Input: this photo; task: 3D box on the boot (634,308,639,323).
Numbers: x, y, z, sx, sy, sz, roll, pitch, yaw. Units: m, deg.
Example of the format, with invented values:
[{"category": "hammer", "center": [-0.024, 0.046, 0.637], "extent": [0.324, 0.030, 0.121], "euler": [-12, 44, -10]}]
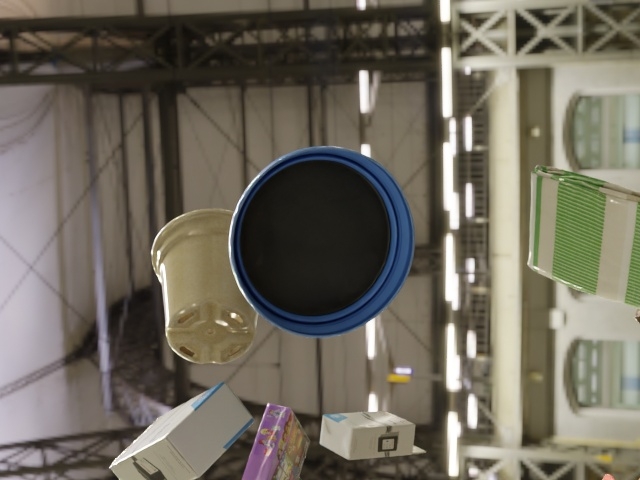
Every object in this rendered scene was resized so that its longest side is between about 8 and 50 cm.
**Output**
[{"category": "boot", "center": [0.664, 0.130, 2.130], "extent": [0.114, 0.106, 0.037], "euler": [-62, -31, -35]}]

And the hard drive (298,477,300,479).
[{"category": "hard drive", "center": [-0.064, 0.696, 2.372], "extent": [0.339, 0.064, 0.237], "euler": [-128, 39, -68]}]

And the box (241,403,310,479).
[{"category": "box", "center": [-0.108, 0.515, 2.137], "extent": [0.201, 0.057, 0.293], "euler": [68, -144, -57]}]

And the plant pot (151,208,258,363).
[{"category": "plant pot", "center": [-0.280, 0.142, 2.649], "extent": [0.306, 0.333, 0.334], "euler": [-95, -8, -49]}]

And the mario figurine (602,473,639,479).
[{"category": "mario figurine", "center": [0.416, 0.322, 1.109], "extent": [0.198, 0.320, 0.170], "euler": [109, 174, -51]}]

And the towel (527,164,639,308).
[{"category": "towel", "center": [0.490, 0.009, 1.627], "extent": [0.038, 0.324, 0.248], "euler": [-54, -31, -38]}]

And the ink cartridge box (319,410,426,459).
[{"category": "ink cartridge box", "center": [0.102, 0.361, 1.905], "extent": [0.180, 0.104, 0.060], "euler": [3, -85, -33]}]

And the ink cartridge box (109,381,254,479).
[{"category": "ink cartridge box", "center": [-0.338, 0.492, 2.475], "extent": [0.129, 0.307, 0.223], "euler": [52, -133, -5]}]

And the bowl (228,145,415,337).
[{"category": "bowl", "center": [0.000, 0.000, 2.090], "extent": [0.077, 0.390, 0.391], "euler": [-151, 57, -71]}]
